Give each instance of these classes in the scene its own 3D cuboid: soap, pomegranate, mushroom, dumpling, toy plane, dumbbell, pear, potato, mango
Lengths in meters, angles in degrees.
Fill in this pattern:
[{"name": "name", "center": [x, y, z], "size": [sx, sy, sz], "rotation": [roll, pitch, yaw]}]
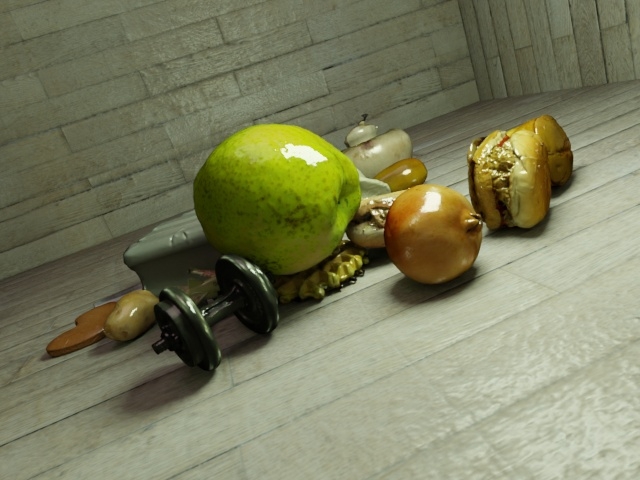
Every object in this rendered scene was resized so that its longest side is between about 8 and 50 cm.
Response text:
[{"name": "soap", "center": [-0.348, 0.011, 1.534], "size": [0.435, 0.213, 0.350], "rotation": [-16, 19, 9]}, {"name": "pomegranate", "center": [0.229, -0.017, 0.986], "size": [0.209, 0.209, 0.209], "rotation": [-18, 16, 5]}, {"name": "mushroom", "center": [0.191, -0.355, 1.942], "size": [0.362, 0.294, 0.362], "rotation": [-24, 7, 3]}, {"name": "dumpling", "center": [0.083, -0.135, 1.644], "size": [0.315, 0.233, 0.395], "rotation": [8, -14, -29]}, {"name": "toy plane", "center": [-0.240, 0.113, 1.223], "size": [0.244, 0.092, 0.229], "rotation": [-10, 27, -37]}, {"name": "dumbbell", "center": [-0.208, 0.144, 0.974], "size": [0.290, 0.192, 0.192], "rotation": [-32, 20, -34]}, {"name": "pear", "center": [-0.091, -0.096, 1.112], "size": [0.391, 0.391, 0.391], "rotation": [-18, 16, 5]}, {"name": "potato", "center": [-0.504, 0.200, 1.279], "size": [0.118, 0.109, 0.178], "rotation": [9, 30, 14]}, {"name": "mango", "center": [0.282, -0.223, 1.746], "size": [0.221, 0.120, 0.151], "rotation": [-22, 13, 11]}]

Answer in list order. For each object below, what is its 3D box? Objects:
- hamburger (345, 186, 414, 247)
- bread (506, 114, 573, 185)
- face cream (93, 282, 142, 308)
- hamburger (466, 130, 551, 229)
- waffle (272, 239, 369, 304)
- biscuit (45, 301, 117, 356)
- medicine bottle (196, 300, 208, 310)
[{"name": "hamburger", "center": [0.188, -0.062, 1.248], "size": [0.286, 0.146, 0.243], "rotation": [-17, 16, -35]}, {"name": "bread", "center": [0.594, -0.234, 1.285], "size": [0.142, 0.195, 0.270], "rotation": [-14, 1, 40]}, {"name": "face cream", "center": [-0.628, 0.189, 1.553], "size": [0.198, 0.057, 0.084], "rotation": [-23, 21, -20]}, {"name": "hamburger", "center": [0.451, -0.142, 1.115], "size": [0.163, 0.244, 0.244], "rotation": [-6, 21, 40]}, {"name": "waffle", "center": [-0.019, 0.070, 1.238], "size": [0.329, 0.062, 0.329], "rotation": [-18, 17, 6]}, {"name": "biscuit", "center": [-0.695, 0.255, 1.397], "size": [0.186, 0.036, 0.192], "rotation": [-19, 25, -1]}, {"name": "medicine bottle", "center": [-0.325, 0.189, 1.215], "size": [0.092, 0.061, 0.221], "rotation": [-47, 21, -6]}]
